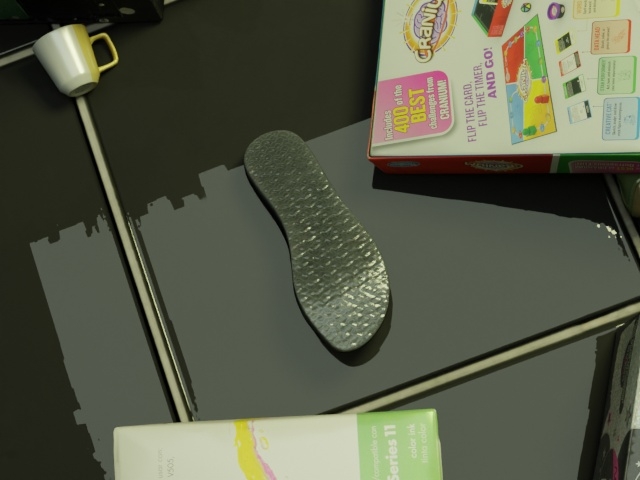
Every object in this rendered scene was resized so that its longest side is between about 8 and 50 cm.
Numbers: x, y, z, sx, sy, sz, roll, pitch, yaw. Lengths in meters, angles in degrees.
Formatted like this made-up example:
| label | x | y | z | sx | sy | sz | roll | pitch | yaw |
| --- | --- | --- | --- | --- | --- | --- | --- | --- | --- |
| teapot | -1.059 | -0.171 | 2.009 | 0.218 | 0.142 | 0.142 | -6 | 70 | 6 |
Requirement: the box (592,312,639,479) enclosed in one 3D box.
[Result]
| label | x | y | z | sx | sy | sz | roll | pitch | yaw |
| --- | --- | --- | --- | --- | --- | --- | --- | --- | --- |
| box | 0.333 | 0.198 | 1.079 | 0.142 | 0.163 | 0.247 | 10 | 79 | 6 |

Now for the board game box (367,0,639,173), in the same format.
| label | x | y | z | sx | sy | sz | roll | pitch | yaw |
| --- | --- | --- | --- | --- | --- | --- | --- | --- | --- |
| board game box | 0.214 | -0.189 | 1.182 | 0.316 | 0.064 | 0.242 | 2 | 78 | 22 |

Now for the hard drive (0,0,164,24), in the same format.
| label | x | y | z | sx | sy | sz | roll | pitch | yaw |
| --- | --- | --- | --- | --- | --- | --- | --- | --- | --- |
| hard drive | -0.350 | -0.295 | 1.216 | 0.339 | 0.237 | 0.064 | -1 | 77 | 6 |

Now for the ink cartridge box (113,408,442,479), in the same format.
| label | x | y | z | sx | sy | sz | roll | pitch | yaw |
| --- | --- | --- | --- | --- | --- | --- | --- | --- | --- |
| ink cartridge box | -0.065 | 0.226 | 1.089 | 0.353 | 0.207 | 0.119 | -4 | 79 | 4 |

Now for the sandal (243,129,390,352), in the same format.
| label | x | y | z | sx | sy | sz | roll | pitch | yaw |
| --- | --- | --- | --- | --- | --- | --- | --- | --- | --- |
| sandal | 0.001 | -0.001 | 1.218 | 0.097 | 0.054 | 0.254 | -20 | 67 | -6 |

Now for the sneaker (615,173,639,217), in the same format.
| label | x | y | z | sx | sy | sz | roll | pitch | yaw |
| --- | --- | --- | --- | --- | --- | --- | --- | --- | --- |
| sneaker | 0.296 | -0.114 | 1.207 | 0.086 | 0.064 | 0.192 | -3 | 78 | 14 |

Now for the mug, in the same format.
| label | x | y | z | sx | sy | sz | roll | pitch | yaw |
| --- | --- | --- | --- | --- | --- | --- | --- | --- | --- |
| mug | -0.264 | -0.195 | 1.277 | 0.078 | 0.062 | 0.064 | -27 | 84 | 6 |
